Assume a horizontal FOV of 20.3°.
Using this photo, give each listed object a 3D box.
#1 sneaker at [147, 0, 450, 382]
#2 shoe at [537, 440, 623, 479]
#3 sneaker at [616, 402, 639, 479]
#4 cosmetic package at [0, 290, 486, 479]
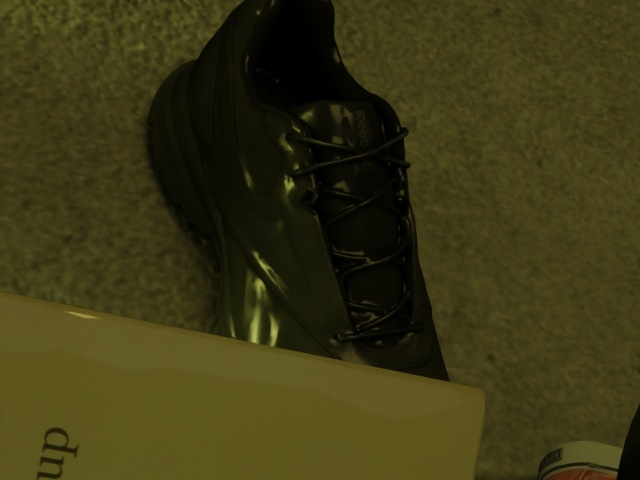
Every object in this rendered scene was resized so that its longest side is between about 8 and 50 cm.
[{"bbox_3d":[0.000,0.000,0.877,0.109,0.130,0.286,-9,63,-34],"label":"sneaker"},{"bbox_3d":[0.193,0.163,0.906,0.178,0.063,0.081,15,53,-11],"label":"shoe"},{"bbox_3d":[0.211,0.154,0.823,0.145,0.090,0.270,10,98,-27],"label":"sneaker"},{"bbox_3d":[-0.104,0.105,0.719,0.309,0.113,0.160,12,84,-20],"label":"cosmetic package"}]
